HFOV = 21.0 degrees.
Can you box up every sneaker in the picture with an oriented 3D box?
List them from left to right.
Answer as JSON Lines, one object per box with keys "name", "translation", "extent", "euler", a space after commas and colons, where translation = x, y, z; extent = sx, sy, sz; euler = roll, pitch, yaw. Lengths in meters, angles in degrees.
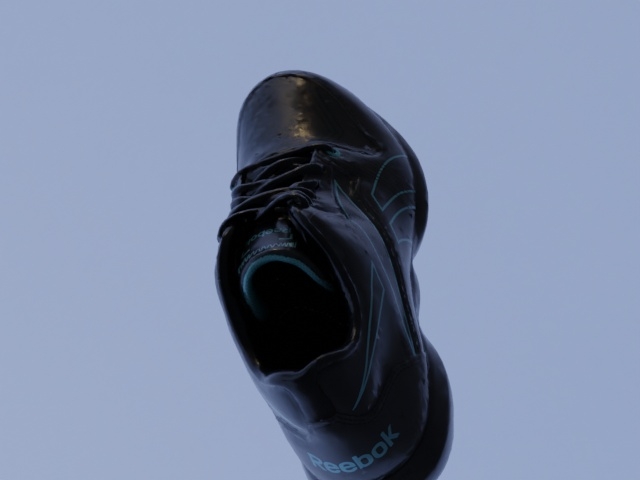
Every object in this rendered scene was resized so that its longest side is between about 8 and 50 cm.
{"name": "sneaker", "translation": [0.000, 0.000, 0.843], "extent": [0.106, 0.101, 0.267], "euler": [48, -160, -45]}
